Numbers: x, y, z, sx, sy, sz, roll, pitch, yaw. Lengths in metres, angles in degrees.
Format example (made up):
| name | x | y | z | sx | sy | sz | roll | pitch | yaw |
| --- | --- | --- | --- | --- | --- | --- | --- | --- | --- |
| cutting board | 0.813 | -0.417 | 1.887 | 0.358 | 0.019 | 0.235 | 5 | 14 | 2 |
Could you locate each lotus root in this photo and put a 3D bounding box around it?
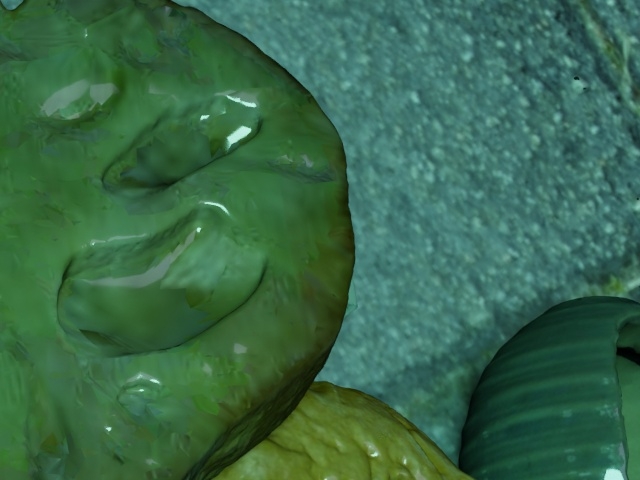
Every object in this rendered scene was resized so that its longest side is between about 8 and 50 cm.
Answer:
| name | x | y | z | sx | sy | sz | roll | pitch | yaw |
| --- | --- | --- | --- | --- | --- | --- | --- | --- | --- |
| lotus root | -0.167 | 0.011 | 0.909 | 0.390 | 0.111 | 0.375 | -2 | 55 | -24 |

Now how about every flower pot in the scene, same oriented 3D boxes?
| name | x | y | z | sx | sy | sz | roll | pitch | yaw |
| --- | --- | --- | --- | --- | --- | --- | --- | --- | --- |
| flower pot | 0.180 | 0.157 | 1.131 | 0.189 | 0.157 | 0.243 | 13 | 59 | -33 |

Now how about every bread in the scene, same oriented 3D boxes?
| name | x | y | z | sx | sy | sz | roll | pitch | yaw |
| --- | --- | --- | --- | --- | --- | --- | --- | --- | --- |
| bread | -0.033 | 0.164 | 0.989 | 0.139 | 0.143 | 0.229 | 50 | 44 | 10 |

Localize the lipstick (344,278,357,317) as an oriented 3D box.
| name | x | y | z | sx | sy | sz | roll | pitch | yaw |
| --- | --- | --- | --- | --- | --- | --- | --- | --- | --- |
| lipstick | 0.000 | 0.000 | 1.164 | 0.025 | 0.025 | 0.107 | 11 | 56 | -34 |
